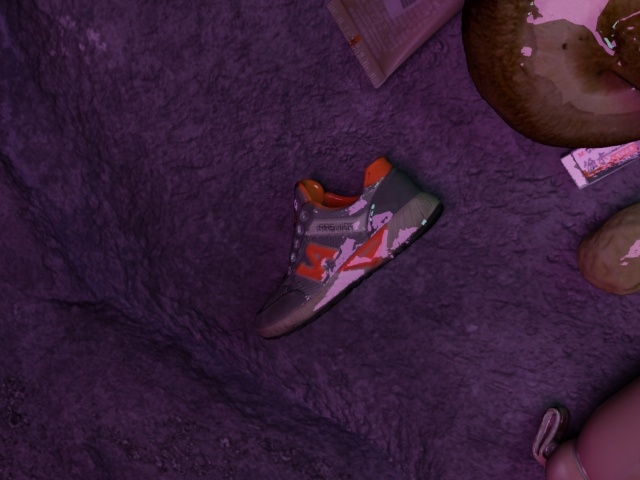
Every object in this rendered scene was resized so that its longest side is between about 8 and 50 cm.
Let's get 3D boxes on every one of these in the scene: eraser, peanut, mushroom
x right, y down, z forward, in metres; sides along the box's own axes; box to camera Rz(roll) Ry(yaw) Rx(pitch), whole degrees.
[{"bbox_3d":[0.374,-0.117,1.108,0.122,0.029,0.052,-31,94,24],"label":"eraser"},{"bbox_3d":[0.457,-0.001,1.071,0.275,0.111,0.125,-18,80,25],"label":"peanut"},{"bbox_3d":[0.324,-0.263,0.974,0.345,0.239,0.345,-1,97,-5],"label":"mushroom"}]

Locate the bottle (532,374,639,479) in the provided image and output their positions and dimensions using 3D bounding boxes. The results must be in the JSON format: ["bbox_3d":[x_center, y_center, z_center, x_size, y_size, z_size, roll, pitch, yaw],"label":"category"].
[{"bbox_3d":[0.432,0.257,1.135,0.297,0.173,0.206,-46,57,26],"label":"bottle"}]

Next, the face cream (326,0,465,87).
[{"bbox_3d":[0.164,-0.345,1.089,0.341,0.084,0.137,-34,82,29],"label":"face cream"}]

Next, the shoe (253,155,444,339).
[{"bbox_3d":[0.000,0.000,1.220,0.336,0.132,0.171,-39,86,22],"label":"shoe"}]
